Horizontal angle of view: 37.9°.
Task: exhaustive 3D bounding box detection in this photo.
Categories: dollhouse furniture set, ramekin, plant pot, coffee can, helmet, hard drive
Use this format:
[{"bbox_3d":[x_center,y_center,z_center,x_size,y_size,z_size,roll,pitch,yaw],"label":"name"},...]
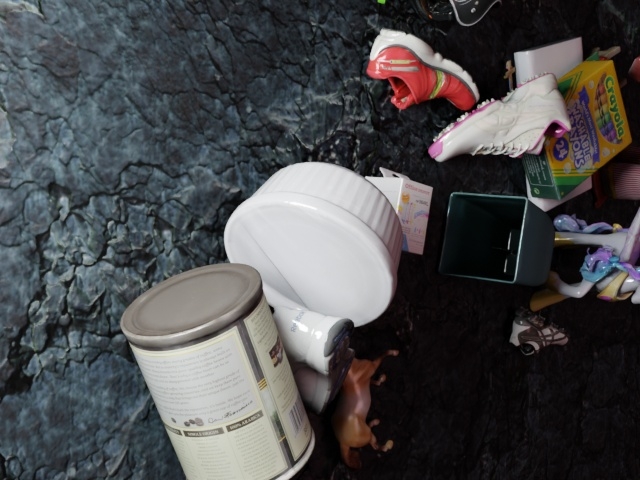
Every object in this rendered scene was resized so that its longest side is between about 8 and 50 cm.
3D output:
[{"bbox_3d":[0.732,-0.260,2.194,0.152,0.201,0.374,-43,123,-35],"label":"dollhouse furniture set"},{"bbox_3d":[0.000,0.000,1.420,0.272,0.273,0.127,59,41,-32],"label":"ramekin"},{"bbox_3d":[0.378,0.010,1.884,0.234,0.166,0.165,15,83,-53],"label":"plant pot"},{"bbox_3d":[-0.141,0.199,1.325,0.201,0.202,0.275,-36,119,-38],"label":"coffee can"},{"bbox_3d":[0.257,-0.477,1.704,0.161,0.169,0.169,-42,124,-16],"label":"helmet"},{"bbox_3d":[0.527,-0.263,2.091,0.233,0.047,0.352,-23,111,-42],"label":"hard drive"}]

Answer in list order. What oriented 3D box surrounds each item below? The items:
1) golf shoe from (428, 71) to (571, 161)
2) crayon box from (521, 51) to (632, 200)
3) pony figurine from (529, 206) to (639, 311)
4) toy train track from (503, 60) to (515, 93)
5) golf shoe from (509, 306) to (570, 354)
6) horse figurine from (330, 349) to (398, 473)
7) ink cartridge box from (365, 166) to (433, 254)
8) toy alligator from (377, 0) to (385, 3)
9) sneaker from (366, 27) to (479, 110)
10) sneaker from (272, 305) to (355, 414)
[{"bbox_3d":[0.356,-0.210,1.801,0.306,0.115,0.140,-28,88,-14],"label":"golf shoe"},{"bbox_3d":[0.561,-0.254,2.018,0.323,0.083,0.203,-36,117,-28],"label":"crayon box"},{"bbox_3d":[0.665,0.030,2.035,0.303,0.364,0.351,52,58,-36],"label":"pony figurine"},{"bbox_3d":[0.398,-0.339,1.973,0.048,0.014,0.083,-36,125,-46],"label":"toy train track"},{"bbox_3d":[0.483,0.215,2.085,0.198,0.077,0.093,25,90,-41],"label":"golf shoe"},{"bbox_3d":[0.069,0.289,1.654,0.174,0.066,0.263,11,84,-52],"label":"horse figurine"},{"bbox_3d":[0.133,-0.054,1.666,0.092,0.090,0.143,12,86,-46],"label":"ink cartridge box"},{"bbox_3d":[0.126,-0.502,1.647,0.051,0.056,0.189,89,13,-82],"label":"toy alligator"},{"bbox_3d":[0.181,-0.290,1.709,0.279,0.107,0.118,22,96,-42],"label":"sneaker"},{"bbox_3d":[-0.019,0.179,1.476,0.111,0.129,0.297,-59,165,-29],"label":"sneaker"}]
